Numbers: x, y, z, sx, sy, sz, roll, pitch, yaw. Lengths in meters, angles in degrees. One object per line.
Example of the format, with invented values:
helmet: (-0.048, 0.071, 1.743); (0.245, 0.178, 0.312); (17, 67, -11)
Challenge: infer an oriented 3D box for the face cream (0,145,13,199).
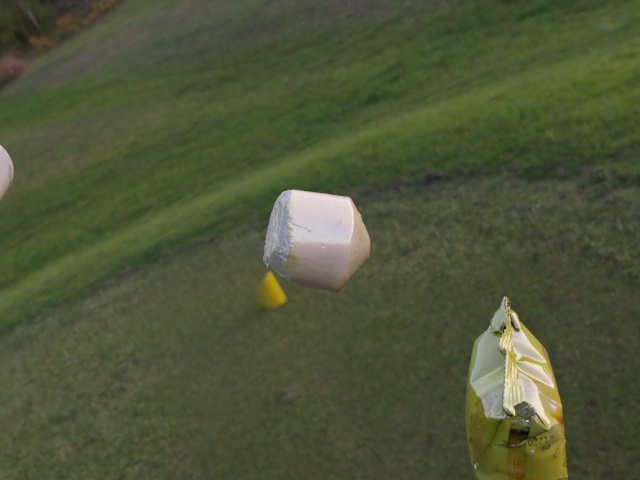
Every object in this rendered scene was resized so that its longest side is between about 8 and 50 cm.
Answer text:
face cream: (-0.352, -0.017, 0.912); (0.077, 0.077, 0.250); (-25, 25, 12)

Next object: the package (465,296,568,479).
package: (0.184, 0.184, 0.941); (0.090, 0.226, 0.168); (-5, 37, 5)

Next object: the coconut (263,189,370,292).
coconut: (0.000, 0.000, 1.190); (0.122, 0.116, 0.116); (12, 14, -10)
